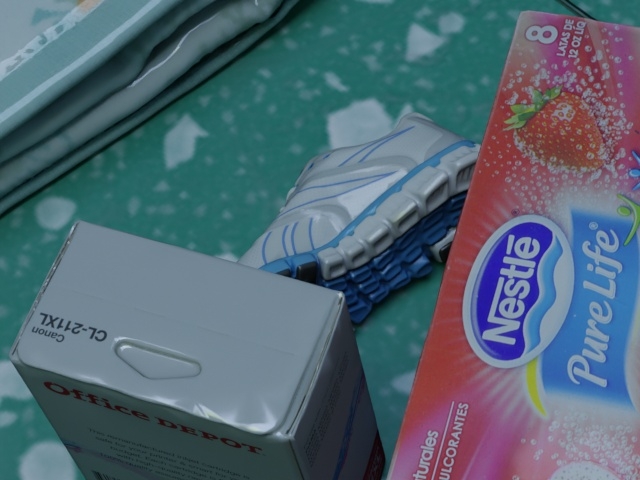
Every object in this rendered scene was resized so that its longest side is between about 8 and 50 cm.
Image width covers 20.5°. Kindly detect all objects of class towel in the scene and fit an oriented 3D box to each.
[{"bbox_3d":[-0.231,-0.159,0.999,0.374,0.090,0.320,-35,62,-13],"label":"towel"}]

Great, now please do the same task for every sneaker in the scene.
[{"bbox_3d":[0.000,0.000,0.895,0.191,0.071,0.083,-32,48,-14],"label":"sneaker"}]

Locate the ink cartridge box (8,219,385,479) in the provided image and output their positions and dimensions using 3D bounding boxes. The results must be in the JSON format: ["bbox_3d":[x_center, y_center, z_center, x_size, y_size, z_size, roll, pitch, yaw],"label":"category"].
[{"bbox_3d":[-0.047,0.076,0.785,0.127,0.175,0.072,15,63,16],"label":"ink cartridge box"}]

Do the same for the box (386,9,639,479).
[{"bbox_3d":[0.125,0.067,0.781,0.142,0.154,0.300,11,63,14],"label":"box"}]
